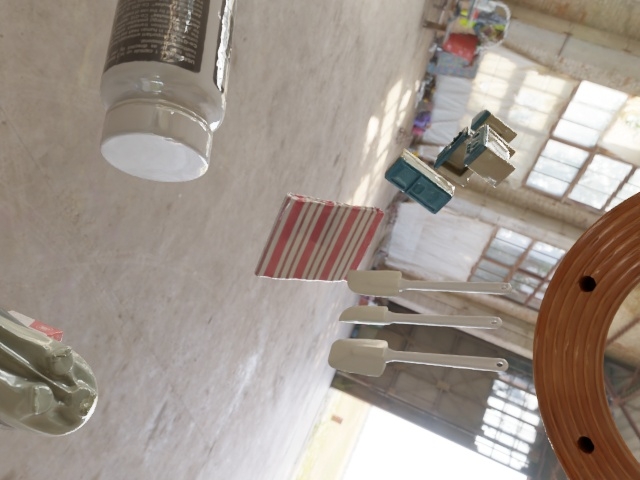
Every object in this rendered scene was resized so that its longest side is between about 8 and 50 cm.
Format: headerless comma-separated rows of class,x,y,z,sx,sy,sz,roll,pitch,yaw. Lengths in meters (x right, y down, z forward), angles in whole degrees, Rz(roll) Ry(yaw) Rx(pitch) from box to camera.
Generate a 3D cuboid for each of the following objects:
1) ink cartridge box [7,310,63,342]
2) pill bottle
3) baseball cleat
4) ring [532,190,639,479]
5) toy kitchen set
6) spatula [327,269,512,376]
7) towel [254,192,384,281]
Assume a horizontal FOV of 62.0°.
ink cartridge box,-0.514,0.163,0.813,0.198,0.115,0.067,4,102,-75
pill bottle,-0.258,-0.299,0.913,0.204,0.204,0.361,79,13,-70
baseball cleat,-0.220,0.049,0.291,0.206,0.109,0.072,60,29,-30
ring,0.320,0.107,0.381,0.032,0.336,0.337,5,110,-42
toy kitchen set,0.201,-0.117,0.872,0.207,0.122,0.166,-49,-172,38
spatula,0.138,0.115,0.746,0.019,0.241,0.168,71,28,-46
towel,0.000,0.000,0.838,0.197,0.029,0.144,6,119,-37
